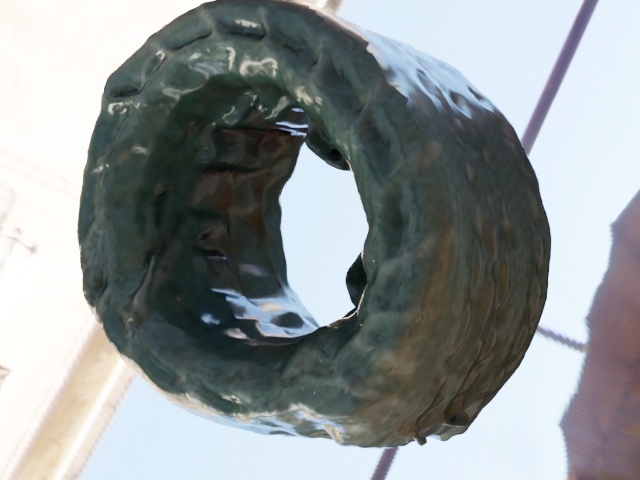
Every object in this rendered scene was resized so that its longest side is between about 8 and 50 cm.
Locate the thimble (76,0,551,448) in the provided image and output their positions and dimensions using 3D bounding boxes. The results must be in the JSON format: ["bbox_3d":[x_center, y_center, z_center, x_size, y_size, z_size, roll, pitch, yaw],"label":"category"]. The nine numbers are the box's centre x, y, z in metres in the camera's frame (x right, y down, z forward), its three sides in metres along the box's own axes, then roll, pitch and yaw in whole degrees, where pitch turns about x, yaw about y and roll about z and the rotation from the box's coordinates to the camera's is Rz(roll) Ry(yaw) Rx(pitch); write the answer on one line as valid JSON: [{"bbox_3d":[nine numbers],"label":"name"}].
[{"bbox_3d":[0.000,0.000,0.594,0.198,0.143,0.235,-45,-118,24],"label":"thimble"}]
